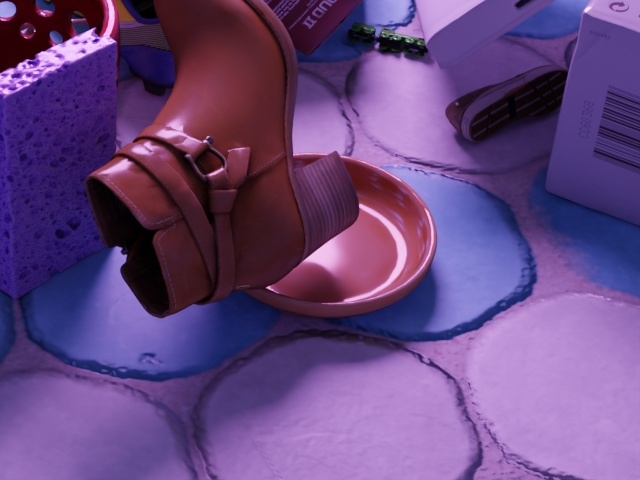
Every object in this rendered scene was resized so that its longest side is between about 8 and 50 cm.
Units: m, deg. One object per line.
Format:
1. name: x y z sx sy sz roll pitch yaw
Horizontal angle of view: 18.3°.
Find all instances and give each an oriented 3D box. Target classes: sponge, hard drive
1. sponge: -0.219 -0.062 1.627 0.031 0.210 0.117 34 48 30
2. hard drive: 0.180 -0.274 1.885 0.203 0.040 0.307 -33 19 12

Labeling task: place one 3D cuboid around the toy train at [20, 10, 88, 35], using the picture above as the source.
1. toy train: -0.352 -0.192 1.850 0.248 0.105 0.143 -18 34 -25

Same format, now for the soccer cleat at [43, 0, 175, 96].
1. soccer cleat: -0.199 -0.255 1.910 0.093 0.121 0.289 -24 50 -29

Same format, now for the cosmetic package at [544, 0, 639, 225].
1. cosmetic package: 0.358 -0.203 1.854 0.156 0.217 0.385 22 46 16

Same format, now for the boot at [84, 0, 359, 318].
1. boot: -0.115 -0.084 1.621 0.220 0.109 0.283 -27 92 -38

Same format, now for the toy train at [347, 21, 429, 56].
1. toy train: 0.068 -0.199 1.959 0.083 0.017 0.023 13 32 8

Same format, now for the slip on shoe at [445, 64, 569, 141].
1. slip on shoe: 0.179 -0.134 1.881 0.135 0.051 0.041 -29 40 -25

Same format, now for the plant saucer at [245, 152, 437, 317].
1. plant saucer: 0.000 0.000 1.715 0.200 0.037 0.200 4 42 -4

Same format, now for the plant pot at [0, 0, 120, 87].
1. plant pot: -0.270 -0.127 1.719 0.191 0.174 0.191 4 42 -4

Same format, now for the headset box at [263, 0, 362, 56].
1. headset box: -0.070 -0.330 1.938 0.293 0.110 0.218 31 33 -24
